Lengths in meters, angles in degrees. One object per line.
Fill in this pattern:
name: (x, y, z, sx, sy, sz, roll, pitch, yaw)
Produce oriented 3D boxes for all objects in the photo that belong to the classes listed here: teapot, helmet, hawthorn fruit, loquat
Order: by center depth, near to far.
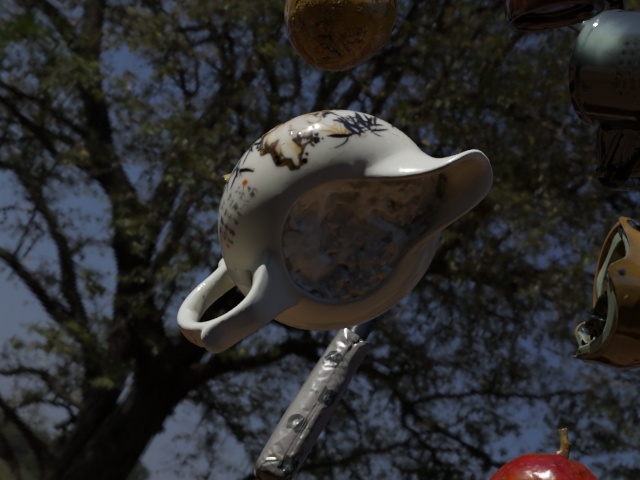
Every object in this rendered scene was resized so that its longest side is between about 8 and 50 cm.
teapot: (0.000, 0.000, 0.875, 0.166, 0.299, 0.208, 38, -17, 51)
helmet: (0.419, 0.078, 1.253, 0.130, 0.224, 0.198, 21, -58, 10)
hawthorn fruit: (0.333, 0.404, 1.423, 0.205, 0.253, 0.205, 14, -3, 1)
loquat: (0.039, -0.461, 1.942, 0.235, 0.235, 0.235, 26, -21, 11)

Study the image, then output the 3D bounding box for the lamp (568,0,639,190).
lamp: (0.556, -0.281, 1.555, 0.205, 0.374, 0.272, 0, -7, -40)

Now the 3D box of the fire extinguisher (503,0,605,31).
fire extinguisher: (0.214, -0.396, 0.965, 0.102, 0.344, 0.138, -8, -3, 21)

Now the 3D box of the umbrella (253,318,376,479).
umbrella: (0.000, 0.248, 1.546, 0.067, 0.337, 0.073, 39, -30, -9)

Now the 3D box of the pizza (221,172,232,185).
pizza: (-0.066, -0.039, 1.672, 0.271, 0.134, 0.056, 41, -12, -28)
